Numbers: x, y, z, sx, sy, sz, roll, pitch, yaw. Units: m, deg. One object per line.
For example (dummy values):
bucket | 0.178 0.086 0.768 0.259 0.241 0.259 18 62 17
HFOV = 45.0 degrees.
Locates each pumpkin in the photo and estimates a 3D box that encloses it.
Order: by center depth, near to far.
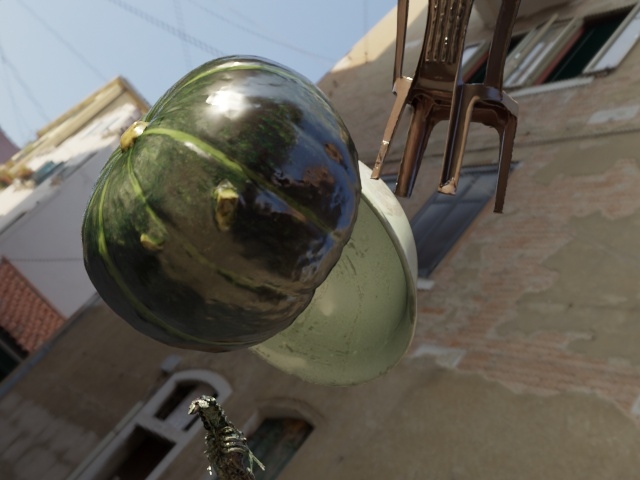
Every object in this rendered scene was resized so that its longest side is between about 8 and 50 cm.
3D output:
pumpkin | -0.106 -0.040 0.818 0.241 0.323 0.323 30 -21 -21

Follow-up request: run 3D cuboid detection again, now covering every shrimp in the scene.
shrimp | -0.140 0.298 1.164 0.082 0.076 0.174 -16 -71 12

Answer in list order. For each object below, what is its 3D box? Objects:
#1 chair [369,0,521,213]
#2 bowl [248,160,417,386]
chair | 0.182 -0.217 1.057 0.176 0.326 0.183 14 1 28
bowl | 0.000 0.000 1.222 0.435 0.196 0.434 20 -52 28
